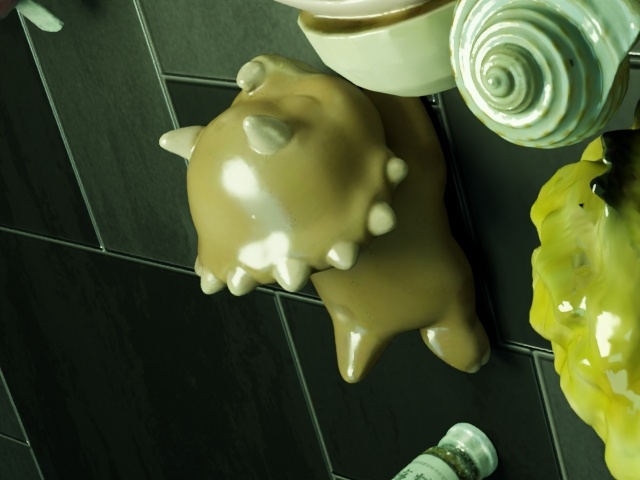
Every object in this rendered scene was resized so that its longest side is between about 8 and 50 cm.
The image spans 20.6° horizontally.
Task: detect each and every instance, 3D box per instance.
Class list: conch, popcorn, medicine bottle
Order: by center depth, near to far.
[{"bbox_3d":[0.129,-0.120,0.889,0.102,0.153,0.135,39,142,-16],"label":"conch"},{"bbox_3d":[0.236,0.040,0.904,0.215,0.252,0.286,81,179,-46],"label":"popcorn"},{"bbox_3d":[0.057,0.206,1.301,0.051,0.191,0.051,28,137,30],"label":"medicine bottle"}]

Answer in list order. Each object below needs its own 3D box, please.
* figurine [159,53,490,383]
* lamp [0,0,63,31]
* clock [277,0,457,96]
[{"bbox_3d":[-0.004,-0.004,1.216,0.177,0.173,0.247,20,132,39],"label":"figurine"},{"bbox_3d":[-0.229,-0.245,1.286,0.301,0.247,0.247,-1,158,38],"label":"lamp"},{"bbox_3d":[0.012,-0.269,0.982,0.326,0.184,0.342,41,148,13],"label":"clock"}]
